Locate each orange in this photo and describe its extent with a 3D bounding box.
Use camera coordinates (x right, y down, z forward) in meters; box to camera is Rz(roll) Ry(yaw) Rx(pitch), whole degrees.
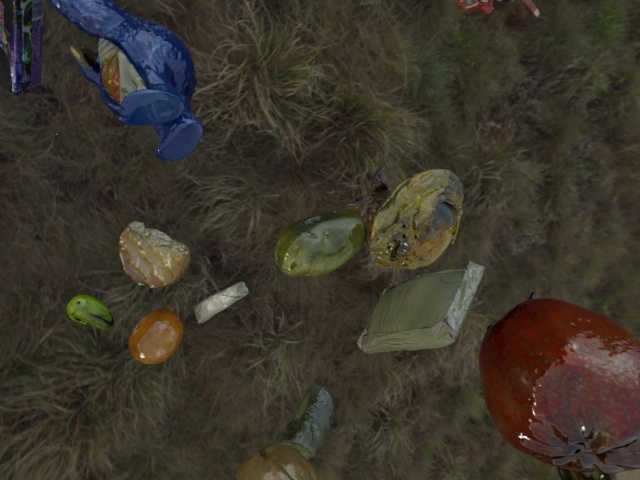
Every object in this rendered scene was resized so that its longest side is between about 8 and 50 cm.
[{"bbox_3d":[-0.639,0.376,1.684,0.170,0.224,0.224,42,79,-22],"label":"orange"}]

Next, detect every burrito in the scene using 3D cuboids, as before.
[{"bbox_3d":[-0.405,0.249,1.723,0.275,0.059,0.082,-29,84,19],"label":"burrito"}]

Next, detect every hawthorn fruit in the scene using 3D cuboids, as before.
[{"bbox_3d":[0.383,0.192,0.679,0.254,0.254,0.300,48,36,-31],"label":"hawthorn fruit"}]

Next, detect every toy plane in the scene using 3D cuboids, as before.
[{"bbox_3d":[0.268,-0.374,0.561,0.126,0.077,0.194,35,106,-16],"label":"toy plane"}]

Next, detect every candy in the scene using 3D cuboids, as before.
[{"bbox_3d":[-0.750,-0.507,1.076,0.061,0.312,0.088,38,42,-3],"label":"candy"}]

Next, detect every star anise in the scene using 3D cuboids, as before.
[{"bbox_3d":[0.105,-0.148,1.343,0.227,0.218,0.148,-13,112,2],"label":"star anise"}]

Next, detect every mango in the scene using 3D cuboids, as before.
[{"bbox_3d":[-0.687,0.217,1.292,0.091,0.074,0.165,-10,144,10],"label":"mango"}]

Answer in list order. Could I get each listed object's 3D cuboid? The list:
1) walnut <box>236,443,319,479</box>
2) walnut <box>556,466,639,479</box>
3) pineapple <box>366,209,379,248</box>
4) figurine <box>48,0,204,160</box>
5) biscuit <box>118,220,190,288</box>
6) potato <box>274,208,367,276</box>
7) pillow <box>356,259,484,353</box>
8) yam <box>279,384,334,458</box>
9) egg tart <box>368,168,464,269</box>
[{"bbox_3d":[-0.072,0.435,0.729,0.166,0.149,0.166,10,72,-33],"label":"walnut"},{"bbox_3d":[0.576,0.417,0.859,0.141,0.204,0.238,3,95,2],"label":"walnut"},{"bbox_3d":[0.276,-0.038,1.250,0.279,0.158,0.158,-11,113,13],"label":"pineapple"},{"bbox_3d":[-0.233,-0.228,0.534,0.121,0.164,0.262,-34,85,-15],"label":"figurine"},{"bbox_3d":[-0.624,0.064,1.592,0.274,0.091,0.213,31,103,1],"label":"biscuit"},{"bbox_3d":[0.000,0.000,1.082,0.248,0.169,0.143,-24,144,-10],"label":"potato"},{"bbox_3d":[0.127,0.097,0.584,0.053,0.208,0.119,33,64,-14],"label":"pillow"},{"bbox_3d":[-0.040,0.676,1.581,0.254,0.154,0.154,-53,131,-53],"label":"yam"},{"bbox_3d":[0.246,-0.027,1.036,0.297,0.132,0.297,-18,132,-22],"label":"egg tart"}]
